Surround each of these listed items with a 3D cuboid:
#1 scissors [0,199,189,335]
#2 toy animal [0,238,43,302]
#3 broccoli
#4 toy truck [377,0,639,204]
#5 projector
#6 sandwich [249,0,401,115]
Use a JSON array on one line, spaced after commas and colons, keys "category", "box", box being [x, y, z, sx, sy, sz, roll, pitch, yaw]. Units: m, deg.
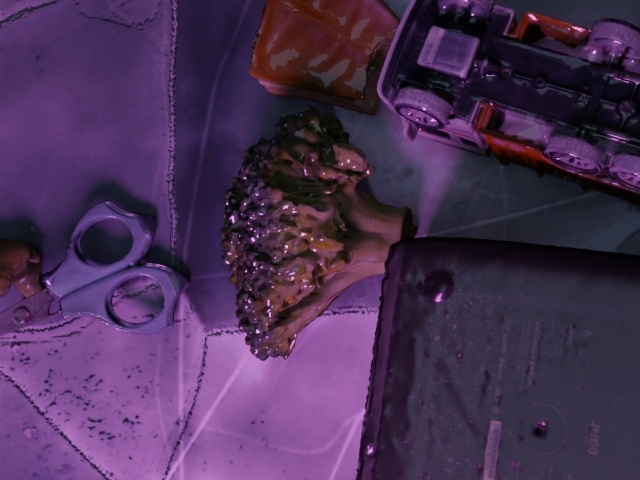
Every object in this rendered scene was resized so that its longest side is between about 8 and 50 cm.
[{"category": "scissors", "box": [-0.352, 0.082, 1.623, 0.360, 0.029, 0.191, -24, 79, -18]}, {"category": "toy animal", "box": [-0.465, 0.027, 1.704, 0.218, 0.103, 0.101, 10, 71, 15]}, {"category": "broccoli", "box": [0.000, 0.000, 1.546, 0.245, 0.288, 0.248, 5, 47, -2]}, {"category": "toy truck", "box": [0.275, -0.155, 1.492, 0.387, 0.207, 0.173, 20, 81, 18]}, {"category": "projector", "box": [0.254, 0.206, 1.439, 0.405, 0.242, 0.395, 7, 87, 14]}, {"category": "sandwich", "box": [0.030, -0.283, 1.609, 0.186, 0.108, 0.220, 13, 84, 13]}]
